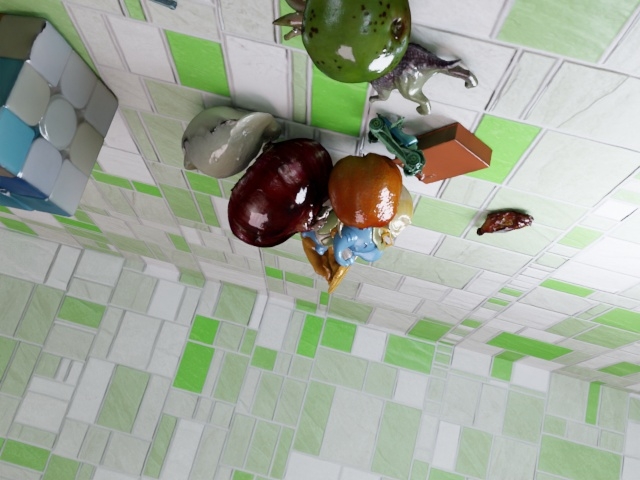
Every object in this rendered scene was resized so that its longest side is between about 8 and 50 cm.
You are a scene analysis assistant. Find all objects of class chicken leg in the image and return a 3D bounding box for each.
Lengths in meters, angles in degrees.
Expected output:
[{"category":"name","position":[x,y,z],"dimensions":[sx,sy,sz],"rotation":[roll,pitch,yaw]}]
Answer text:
[{"category":"chicken leg","position":[0.477,-0.042,1.719],"dimensions":[0.093,0.053,0.205],"rotation":[11,171,-37]}]

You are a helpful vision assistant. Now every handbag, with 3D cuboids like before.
[{"category":"handbag","position":[0.266,-0.190,1.445],"dimensions":[0.127,0.062,0.190],"rotation":[28,154,-33]}]

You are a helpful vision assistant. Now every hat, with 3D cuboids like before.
[{"category":"hat","position":[0.000,0.000,2.019],"dimensions":[0.233,0.233,0.244],"rotation":[33,122,10]}]

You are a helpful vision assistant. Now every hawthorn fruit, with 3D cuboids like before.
[{"category":"hawthorn fruit","position":[0.104,-0.114,1.494],"dimensions":[0.189,0.189,0.189],"rotation":[14,161,5]}]

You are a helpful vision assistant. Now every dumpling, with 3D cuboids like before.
[{"category":"dumpling","position":[-0.205,-0.235,1.571],"dimensions":[0.227,0.175,0.243],"rotation":[-7,-161,-43]}]

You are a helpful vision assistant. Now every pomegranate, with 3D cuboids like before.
[{"category":"pomegranate","position":[0.032,-0.347,1.032],"dimensions":[0.224,0.181,0.181],"rotation":[27,171,34]}]

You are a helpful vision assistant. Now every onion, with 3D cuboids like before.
[{"category":"onion","position":[-0.088,-0.101,1.583],"dimensions":[0.232,0.314,0.314],"rotation":[49,163,8]}]

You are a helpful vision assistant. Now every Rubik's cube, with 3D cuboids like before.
[{"category":"Rubik's cube","position":[-0.744,-0.292,1.516],"dimensions":[0.344,0.346,0.346],"rotation":[11,160,17]}]

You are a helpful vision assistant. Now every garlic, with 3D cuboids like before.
[{"category":"garlic","position":[0.133,-0.090,1.676],"dimensions":[0.145,0.164,0.245],"rotation":[9,174,-36]}]

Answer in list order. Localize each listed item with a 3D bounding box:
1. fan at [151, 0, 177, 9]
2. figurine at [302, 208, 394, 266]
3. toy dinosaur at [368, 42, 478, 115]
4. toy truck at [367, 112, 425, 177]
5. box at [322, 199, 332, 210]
[{"category":"fan","position":[-0.360,-0.470,1.206],"dimensions":[0.193,0.016,0.038],"rotation":[20,164,-8]},{"category":"figurine","position":[0.088,-0.018,1.847],"dimensions":[0.262,0.180,0.154],"rotation":[-20,168,12]},{"category":"toy dinosaur","position":[0.148,-0.302,1.182],"dimensions":[0.294,0.077,0.162],"rotation":[1,156,38]},{"category":"toy truck","position":[0.173,-0.211,1.394],"dimensions":[0.154,0.078,0.080],"rotation":[45,172,10]},{"category":"box","position":[-0.055,-0.135,1.809],"dimensions":[0.200,0.088,0.146],"rotation":[25,161,-23]}]
